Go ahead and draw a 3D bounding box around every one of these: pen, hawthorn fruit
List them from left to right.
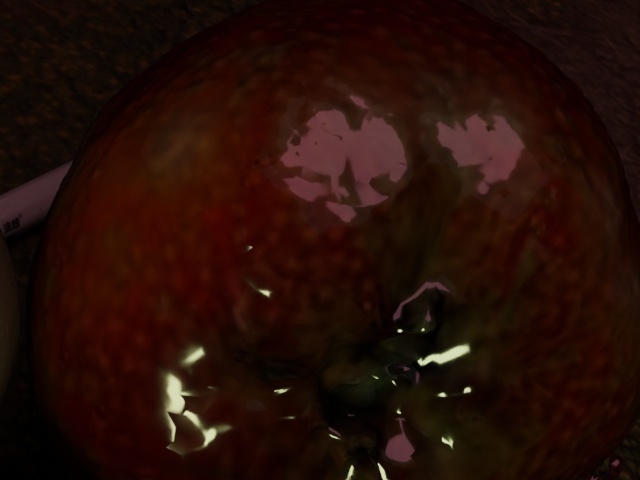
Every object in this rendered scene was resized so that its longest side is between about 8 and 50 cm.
[{"bbox_3d":[-0.166,-0.014,0.976,0.026,0.026,0.218,38,37,16],"label":"pen"},{"bbox_3d":[0.000,0.000,0.869,0.284,0.285,0.369,12,29,-18],"label":"hawthorn fruit"}]

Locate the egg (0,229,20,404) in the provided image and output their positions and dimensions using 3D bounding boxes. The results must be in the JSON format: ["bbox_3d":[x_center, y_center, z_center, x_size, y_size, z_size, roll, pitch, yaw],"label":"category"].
[{"bbox_3d":[-0.248,0.032,0.704,0.269,0.219,0.219,-10,49,-37],"label":"egg"}]
